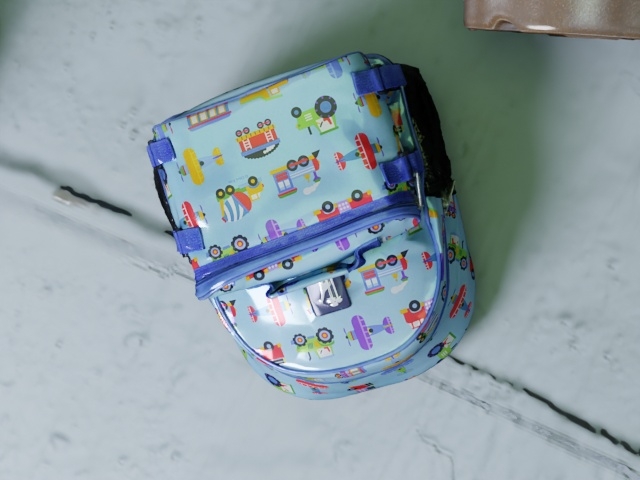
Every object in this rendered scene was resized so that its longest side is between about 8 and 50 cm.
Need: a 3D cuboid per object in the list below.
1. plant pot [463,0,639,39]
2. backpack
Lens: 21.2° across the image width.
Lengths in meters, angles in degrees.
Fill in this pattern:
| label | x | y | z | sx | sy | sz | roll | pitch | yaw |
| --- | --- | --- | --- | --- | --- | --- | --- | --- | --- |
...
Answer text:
| label | x | y | z | sx | sy | sz | roll | pitch | yaw |
| --- | --- | --- | --- | --- | --- | --- | --- | --- | --- |
| plant pot | 0.141 | -0.186 | 0.880 | 0.167 | 0.167 | 0.165 | 5 | 98 | 11 |
| backpack | 0.000 | 0.000 | 0.917 | 0.158 | 0.117 | 0.173 | -15 | 89 | 11 |
